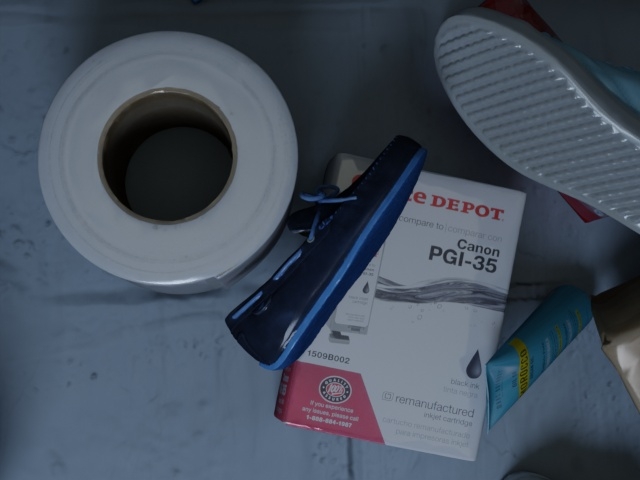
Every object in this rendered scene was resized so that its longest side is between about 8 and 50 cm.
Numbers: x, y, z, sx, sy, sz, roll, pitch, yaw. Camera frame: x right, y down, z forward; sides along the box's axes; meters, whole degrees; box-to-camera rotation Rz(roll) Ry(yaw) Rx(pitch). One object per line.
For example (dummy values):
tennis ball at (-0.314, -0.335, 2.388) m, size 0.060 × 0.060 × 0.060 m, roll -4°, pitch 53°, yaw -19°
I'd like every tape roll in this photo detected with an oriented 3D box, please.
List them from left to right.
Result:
tape roll at (-0.145, -0.070, 1.086) m, size 0.246 × 0.169 × 0.246 m, roll 0°, pitch 83°, yaw -2°

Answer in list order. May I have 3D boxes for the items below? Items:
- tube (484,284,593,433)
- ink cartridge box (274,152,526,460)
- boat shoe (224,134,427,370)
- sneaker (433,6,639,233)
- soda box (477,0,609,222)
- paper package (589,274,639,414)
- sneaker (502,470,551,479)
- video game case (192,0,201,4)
tube at (0.217, 0.112, 1.116) m, size 0.207 × 0.052 × 0.080 m, roll -35°, pitch 123°, yaw -45°
ink cartridge box at (0.080, 0.067, 1.131) m, size 0.207 × 0.117 × 0.283 m, roll 12°, pitch 85°, yaw -4°
boat shoe at (0.000, 0.000, 1.020) m, size 0.089 × 0.109 × 0.258 m, roll 36°, pitch 87°, yaw 14°
sneaker at (0.285, -0.124, 1.098) m, size 0.366 × 0.135 × 0.150 m, roll 38°, pitch 44°, yaw 7°
soda box at (0.248, -0.147, 1.181) m, size 0.092 × 0.083 × 0.263 m, roll -41°, pitch 90°, yaw -8°
paper package at (0.486, 0.138, 1.075) m, size 0.325 × 0.168 × 0.309 m, roll -27°, pitch 98°, yaw 18°
sneaker at (0.322, 0.343, 1.135) m, size 0.290 × 0.123 × 0.106 m, roll 27°, pitch 82°, yaw -5°
video game case at (-0.136, -0.360, 1.191) m, size 0.119 × 0.015 × 0.166 m, roll -34°, pitch 90°, yaw -7°
